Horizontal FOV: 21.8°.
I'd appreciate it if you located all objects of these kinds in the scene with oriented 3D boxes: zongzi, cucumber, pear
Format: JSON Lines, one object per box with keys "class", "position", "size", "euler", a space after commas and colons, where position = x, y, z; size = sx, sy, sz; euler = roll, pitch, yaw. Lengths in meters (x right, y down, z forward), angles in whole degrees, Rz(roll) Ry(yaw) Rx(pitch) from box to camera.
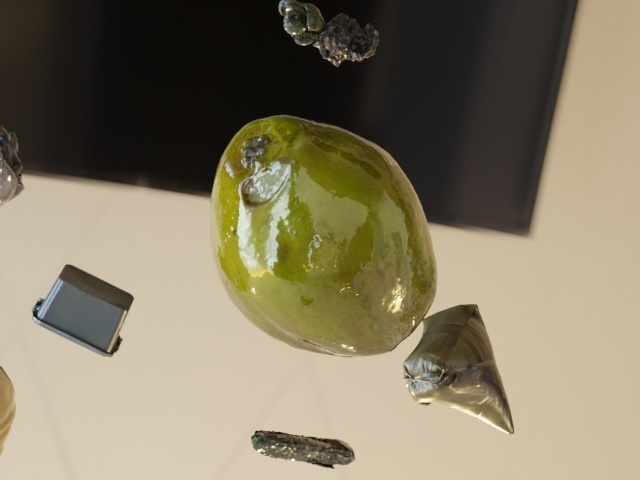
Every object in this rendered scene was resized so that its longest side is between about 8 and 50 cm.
{"class": "zongzi", "position": [0.188, 0.209, 2.190], "size": [0.094, 0.204, 0.205], "euler": [-20, -168, 23]}
{"class": "cucumber", "position": [-0.030, 0.316, 2.517], "size": [0.043, 0.044, 0.256], "euler": [45, -165, 32]}
{"class": "pear", "position": [0.000, 0.000, 1.923], "size": [0.321, 0.269, 0.269], "euler": [53, 172, -27]}

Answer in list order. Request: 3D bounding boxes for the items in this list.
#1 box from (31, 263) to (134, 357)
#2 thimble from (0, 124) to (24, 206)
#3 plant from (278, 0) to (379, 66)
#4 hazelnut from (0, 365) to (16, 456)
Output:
{"class": "box", "position": [-0.299, 0.087, 2.118], "size": [0.122, 0.069, 0.084], "euler": [27, -163, -7]}
{"class": "thimble", "position": [-0.460, -0.114, 1.995], "size": [0.172, 0.205, 0.236], "euler": [-19, -177, -4]}
{"class": "plant", "position": [0.012, -0.325, 2.595], "size": [0.174, 0.087, 0.085], "euler": [19, -142, -19]}
{"class": "hazelnut", "position": [-0.535, 0.263, 2.291], "size": [0.261, 0.261, 0.241], "euler": [7, -159, -15]}
